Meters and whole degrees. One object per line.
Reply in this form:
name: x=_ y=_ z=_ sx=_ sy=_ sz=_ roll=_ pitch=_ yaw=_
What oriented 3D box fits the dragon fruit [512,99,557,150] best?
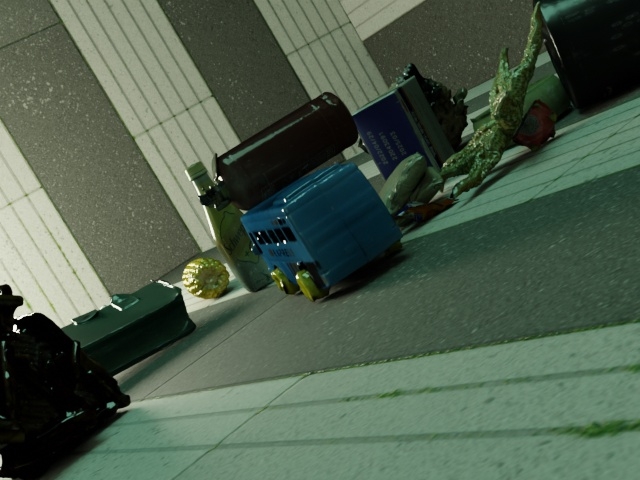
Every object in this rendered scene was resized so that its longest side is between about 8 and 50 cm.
dragon fruit: x=0.356 y=-0.182 z=1.648 sx=0.083 sy=0.060 sz=0.056 roll=-61 pitch=2 yaw=20

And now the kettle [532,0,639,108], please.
kettle: x=0.541 y=-0.369 z=1.744 sx=0.290 sy=0.207 sz=0.268 roll=-24 pitch=-20 yaw=11

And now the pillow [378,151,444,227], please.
pillow: x=0.145 y=-0.086 z=1.706 sx=0.134 sy=0.078 sz=0.181 roll=-51 pitch=3 yaw=9

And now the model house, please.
model house: x=-0.411 y=0.195 z=1.435 sx=0.282 sy=0.297 sz=0.317 roll=15 pitch=-23 yaw=-25

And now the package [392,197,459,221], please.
package: x=0.162 y=-0.046 z=1.595 sx=0.110 sy=0.033 sz=0.077 roll=-11 pitch=-23 yaw=-34

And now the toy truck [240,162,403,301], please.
toy truck: x=-0.007 y=-0.015 z=1.538 sx=0.161 sy=0.162 sz=0.385 roll=-33 pitch=7 yaw=-12

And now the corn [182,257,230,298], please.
corn: x=-0.261 y=0.084 z=2.241 sx=0.093 sy=0.093 sz=0.244 roll=-32 pitch=6 yaw=-13

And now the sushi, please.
sushi: x=0.220 y=-0.256 z=2.266 sx=0.225 sy=0.218 sz=0.238 roll=-60 pitch=13 yaw=-3

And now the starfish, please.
starfish: x=0.294 y=-0.215 z=1.629 sx=0.358 sy=0.078 sz=0.347 roll=-62 pitch=-2 yaw=11

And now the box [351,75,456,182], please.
box: x=0.174 y=-0.206 z=2.010 sx=0.106 sy=0.200 sz=0.299 roll=-27 pitch=7 yaw=17

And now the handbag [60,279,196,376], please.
handbag: x=-0.415 y=0.184 z=1.904 sx=0.326 sy=0.089 sz=0.238 roll=-29 pitch=19 yaw=-23

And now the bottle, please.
bottle: x=-0.177 y=-0.028 z=1.921 sx=0.083 sy=0.270 sz=0.083 roll=-31 pitch=7 yaw=4

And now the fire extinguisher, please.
fire extinguisher: x=-0.075 y=-0.121 z=1.495 sx=0.269 sy=0.105 sz=0.105 roll=-32 pitch=7 yaw=-18

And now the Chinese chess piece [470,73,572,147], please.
Chinese chess piece: x=0.378 y=-0.241 z=1.894 sx=0.188 sy=0.083 sz=0.188 roll=-32 pitch=4 yaw=3

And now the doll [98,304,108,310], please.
doll: x=-0.502 y=0.219 z=2.202 sx=0.293 sy=0.138 sz=0.119 roll=-25 pitch=-32 yaw=23
